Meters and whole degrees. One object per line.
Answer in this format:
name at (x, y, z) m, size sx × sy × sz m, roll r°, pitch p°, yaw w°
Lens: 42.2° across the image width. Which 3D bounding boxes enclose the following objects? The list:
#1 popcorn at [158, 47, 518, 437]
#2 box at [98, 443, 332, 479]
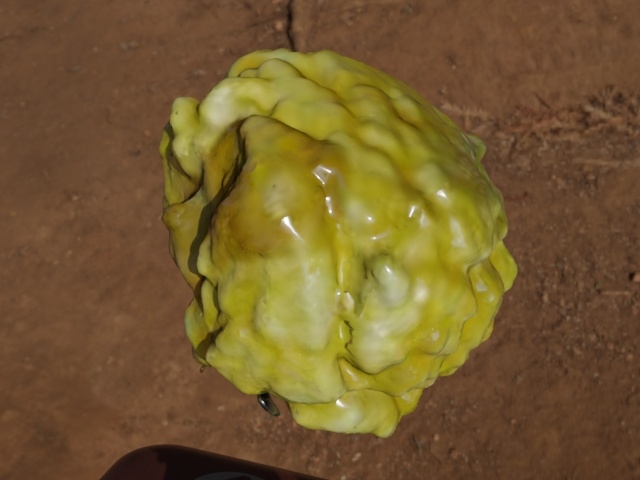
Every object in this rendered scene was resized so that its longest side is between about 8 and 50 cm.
popcorn at (-0.001, 0.004, 0.532) m, size 0.249 × 0.225 × 0.249 m, roll 22°, pitch 43°, yaw -22°
box at (-0.114, 0.378, 1.061) m, size 0.403 × 0.108 × 0.263 m, roll 10°, pitch 19°, yaw 11°
